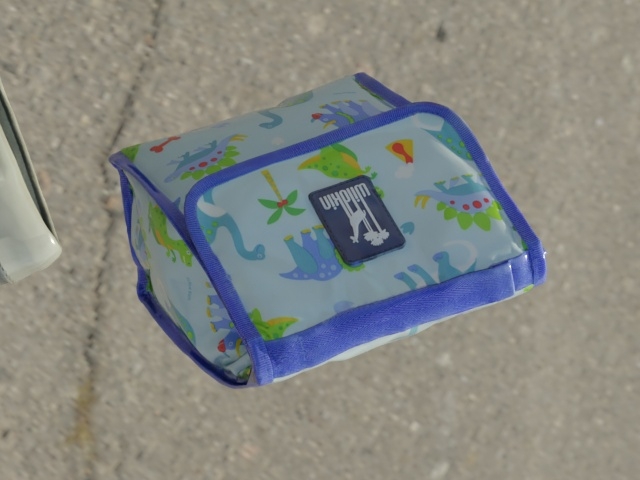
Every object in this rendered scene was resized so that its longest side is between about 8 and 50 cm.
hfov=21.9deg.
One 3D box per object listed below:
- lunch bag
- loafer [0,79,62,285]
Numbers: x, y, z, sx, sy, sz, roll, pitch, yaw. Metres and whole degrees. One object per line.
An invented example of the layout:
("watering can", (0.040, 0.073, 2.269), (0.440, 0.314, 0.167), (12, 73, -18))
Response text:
("lunch bag", (0.000, 0.000, 0.675), (0.129, 0.151, 0.096), (-20, 122, -18))
("loafer", (-0.157, -0.125, 0.624), (0.112, 0.111, 0.319), (69, 11, -75))
